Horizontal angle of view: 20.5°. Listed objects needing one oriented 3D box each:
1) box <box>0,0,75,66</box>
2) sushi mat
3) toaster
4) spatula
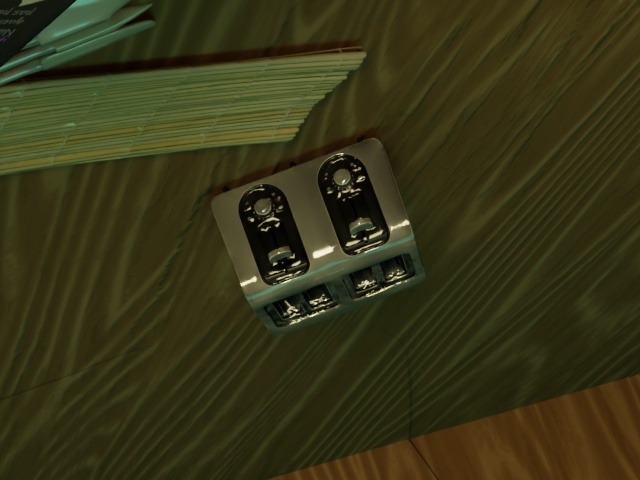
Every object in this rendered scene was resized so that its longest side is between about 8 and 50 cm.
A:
[{"bbox_3d":[-0.138,-0.210,0.751,0.270,0.165,0.143,-32,160,35],"label":"box"},{"bbox_3d":[-0.127,-0.096,1.354,0.317,0.019,0.151,-9,159,-31],"label":"sushi mat"},{"bbox_3d":[0.000,0.000,1.629,0.168,0.110,0.185,-19,163,2],"label":"toaster"},{"bbox_3d":[-0.217,-0.111,1.133,0.242,0.019,0.168,-22,-178,-7],"label":"spatula"}]
